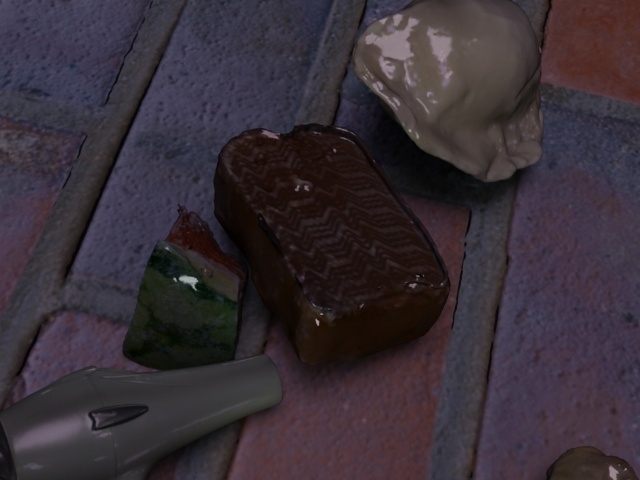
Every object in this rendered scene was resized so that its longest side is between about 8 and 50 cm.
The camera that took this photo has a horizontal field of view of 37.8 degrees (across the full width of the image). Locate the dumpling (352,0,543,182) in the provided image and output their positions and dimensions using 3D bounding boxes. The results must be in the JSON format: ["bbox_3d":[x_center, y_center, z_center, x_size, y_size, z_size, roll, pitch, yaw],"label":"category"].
[{"bbox_3d":[0.137,-0.143,0.888,0.258,0.147,0.193,-7,75,-41],"label":"dumpling"}]

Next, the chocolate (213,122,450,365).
[{"bbox_3d":[0.000,0.000,0.803,0.148,0.093,0.214,-9,49,-30],"label":"chocolate"}]

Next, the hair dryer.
[{"bbox_3d":[-0.095,0.195,0.706,0.229,0.092,0.267,-33,85,-33],"label":"hair dryer"}]

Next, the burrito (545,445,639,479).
[{"bbox_3d":[0.153,0.289,0.644,0.347,0.107,0.175,-36,54,-26],"label":"burrito"}]

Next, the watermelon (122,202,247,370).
[{"bbox_3d":[-0.109,0.051,0.804,0.097,0.121,0.158,19,12,-10],"label":"watermelon"}]
